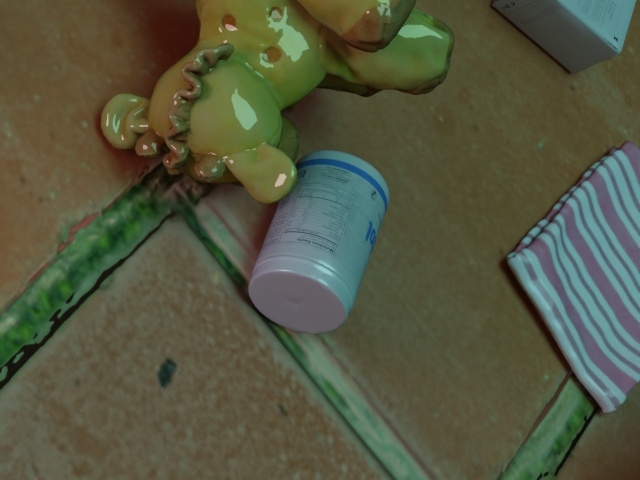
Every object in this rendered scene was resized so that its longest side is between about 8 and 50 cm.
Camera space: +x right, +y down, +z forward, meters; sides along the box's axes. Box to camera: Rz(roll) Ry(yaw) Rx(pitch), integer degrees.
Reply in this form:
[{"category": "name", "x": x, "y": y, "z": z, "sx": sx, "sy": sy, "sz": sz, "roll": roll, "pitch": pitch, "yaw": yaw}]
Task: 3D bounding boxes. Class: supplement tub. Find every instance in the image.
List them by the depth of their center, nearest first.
[{"category": "supplement tub", "x": 0.000, "y": 0.000, "z": 1.289, "sx": 0.071, "sy": 0.071, "sz": 0.107, "roll": 37, "pitch": 52, "yaw": -24}]

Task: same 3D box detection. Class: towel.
[{"category": "towel", "x": 0.230, "y": 0.024, "z": 1.508, "sx": 0.144, "sy": 0.029, "sz": 0.197, "roll": 55, "pitch": 47, "yaw": -7}]

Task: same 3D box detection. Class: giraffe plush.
[{"category": "giraffe plush", "x": -0.039, "y": -0.105, "z": 1.254, "sx": 0.210, "sy": 0.181, "sz": 0.170, "roll": 33, "pitch": 74, "yaw": -39}]

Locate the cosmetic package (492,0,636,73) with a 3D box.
[{"category": "cosmetic package", "x": 0.220, "y": -0.259, "z": 1.592, "sx": 0.099, "sy": 0.060, "sz": 0.239, "roll": 36, "pitch": 55, "yaw": -22}]
